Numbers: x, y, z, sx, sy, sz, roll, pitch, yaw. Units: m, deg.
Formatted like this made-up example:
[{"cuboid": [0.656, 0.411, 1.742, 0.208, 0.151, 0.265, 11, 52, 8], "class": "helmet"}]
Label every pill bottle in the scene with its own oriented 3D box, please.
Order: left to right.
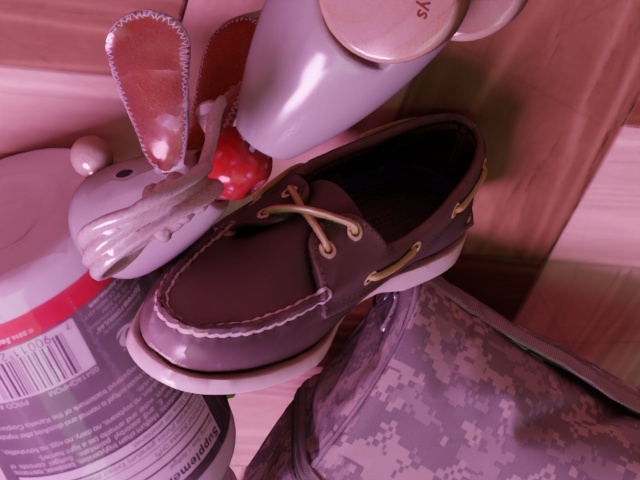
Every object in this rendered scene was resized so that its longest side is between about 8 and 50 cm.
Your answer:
[{"cuboid": [-0.164, 0.108, 1.363, 0.176, 0.176, 0.319, -16, 123, 12], "class": "pill bottle"}]

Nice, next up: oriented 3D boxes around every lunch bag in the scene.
[{"cuboid": [0.122, 0.185, 1.507, 0.305, 0.212, 0.256, 31, 109, -9], "class": "lunch bag"}]

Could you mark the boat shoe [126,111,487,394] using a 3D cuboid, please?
[{"cuboid": [0.000, 0.000, 1.268, 0.324, 0.116, 0.097, -26, 147, -47], "class": "boat shoe"}]

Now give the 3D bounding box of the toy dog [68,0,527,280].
[{"cuboid": [-0.039, -0.125, 1.150, 0.333, 0.161, 0.220, -34, 176, 1], "class": "toy dog"}]

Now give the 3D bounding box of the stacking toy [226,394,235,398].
[{"cuboid": [-0.184, 0.085, 1.515, 0.221, 0.052, 0.167, -9, 144, -1], "class": "stacking toy"}]
